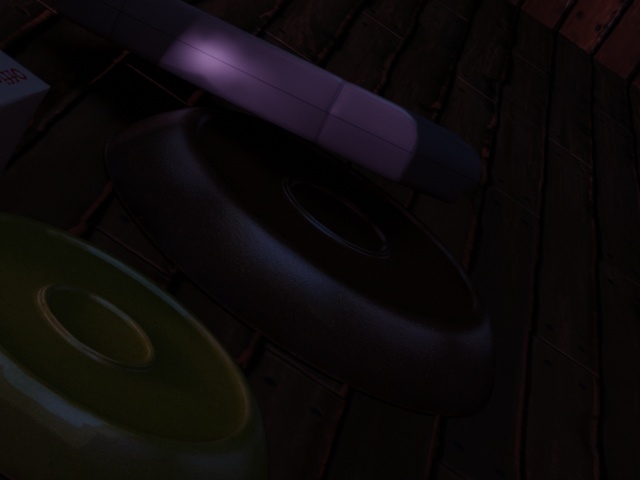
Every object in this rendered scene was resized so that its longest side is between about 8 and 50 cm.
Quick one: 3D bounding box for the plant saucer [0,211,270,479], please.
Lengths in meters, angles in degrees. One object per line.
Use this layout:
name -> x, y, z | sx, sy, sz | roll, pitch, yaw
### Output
plant saucer -> -0.118, 0.055, 0.967 | 0.241, 0.037, 0.241 | 31, 17, -11

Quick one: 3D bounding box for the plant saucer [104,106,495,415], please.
plant saucer -> 0.000, 0.000, 1.310 | 0.310, 0.050, 0.310 | 32, 18, -12

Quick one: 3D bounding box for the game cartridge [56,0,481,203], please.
game cartridge -> -0.037, -0.114, 1.398 | 0.294, 0.060, 0.196 | 27, 8, 19

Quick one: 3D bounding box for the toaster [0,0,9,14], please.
toaster -> -0.278, -0.209, 1.223 | 0.227, 0.129, 0.146 | 19, 27, -46

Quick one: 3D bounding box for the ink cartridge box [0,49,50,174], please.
ink cartridge box -> -0.252, -0.097, 1.061 | 0.175, 0.072, 0.127 | 36, 17, 3
